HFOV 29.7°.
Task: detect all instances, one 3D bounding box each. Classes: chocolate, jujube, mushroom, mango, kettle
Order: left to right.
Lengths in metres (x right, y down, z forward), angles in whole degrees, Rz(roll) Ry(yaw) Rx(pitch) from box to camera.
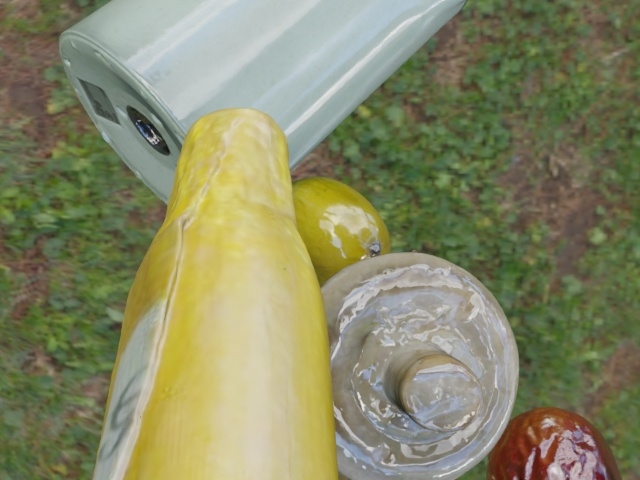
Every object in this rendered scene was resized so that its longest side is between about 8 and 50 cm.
[{"bbox_3d":[-0.070,0.096,0.771,0.162,0.162,0.445,31,40,-32],"label":"chocolate"},{"bbox_3d":[-0.080,-0.242,1.277,0.376,0.361,0.250,-42,140,-17],"label":"kettle"},{"bbox_3d":[0.005,0.005,1.265,0.091,0.237,0.137,-43,87,-13],"label":"mango"},{"bbox_3d":[0.077,0.112,1.011,0.207,0.215,0.207,0,90,-10],"label":"mushroom"},{"bbox_3d":[0.293,0.337,1.523,0.190,0.190,0.255,50,35,-27],"label":"jujube"}]
